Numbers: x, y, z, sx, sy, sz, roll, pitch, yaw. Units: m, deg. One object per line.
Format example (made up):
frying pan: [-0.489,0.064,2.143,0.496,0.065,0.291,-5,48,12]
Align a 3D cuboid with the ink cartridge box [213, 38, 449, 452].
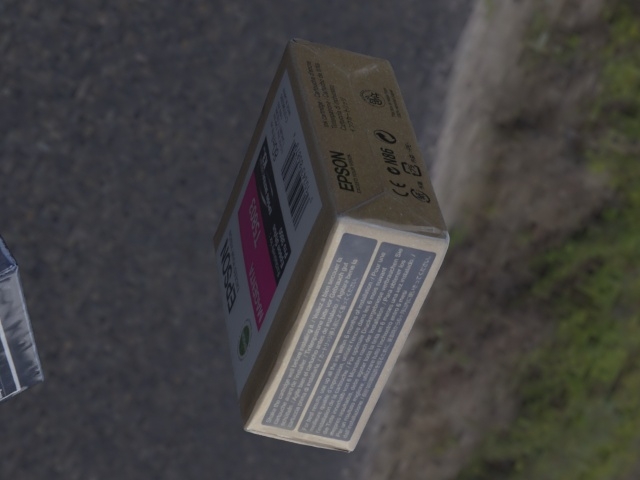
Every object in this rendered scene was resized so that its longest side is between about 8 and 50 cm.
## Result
ink cartridge box: [0.000,0.000,1.369,0.234,0.088,0.193,-105,-148,-53]

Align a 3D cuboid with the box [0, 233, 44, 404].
box: [-0.374,0.062,1.386,0.294,0.182,0.296,-28,165,-13]
